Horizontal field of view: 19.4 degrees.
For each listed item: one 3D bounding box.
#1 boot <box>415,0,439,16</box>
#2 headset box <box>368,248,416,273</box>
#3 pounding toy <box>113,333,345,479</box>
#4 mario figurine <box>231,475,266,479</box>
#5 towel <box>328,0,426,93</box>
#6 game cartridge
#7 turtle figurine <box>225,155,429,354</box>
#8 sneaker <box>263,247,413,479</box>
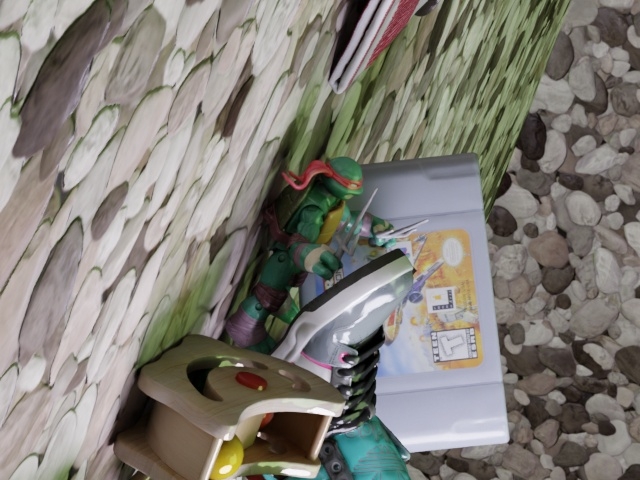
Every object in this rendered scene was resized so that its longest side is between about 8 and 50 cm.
[{"bbox_3d":[0.132,-0.300,2.053,0.114,0.037,0.106,-52,166,-73],"label":"boot"},{"bbox_3d":[0.046,0.051,1.827,0.083,0.032,0.062,-44,-173,-26],"label":"headset box"},{"bbox_3d":[-0.081,0.183,1.633,0.269,0.154,0.155,-34,146,-73],"label":"pounding toy"},{"bbox_3d":[-0.017,0.209,2.035,0.320,0.170,0.198,-40,154,-74],"label":"mario figurine"},{"bbox_3d":[0.128,-0.305,1.797,0.329,0.037,0.237,-50,174,-33],"label":"towel"},{"bbox_3d":[0.078,0.067,1.898,0.062,0.198,0.297,113,-29,-84],"label":"game cartridge"},{"bbox_3d":[0.000,0.000,1.771,0.175,0.118,0.234,-22,154,-54],"label":"turtle figurine"},{"bbox_3d":[0.030,0.153,1.737,0.124,0.178,0.295,-25,162,-47],"label":"sneaker"}]
